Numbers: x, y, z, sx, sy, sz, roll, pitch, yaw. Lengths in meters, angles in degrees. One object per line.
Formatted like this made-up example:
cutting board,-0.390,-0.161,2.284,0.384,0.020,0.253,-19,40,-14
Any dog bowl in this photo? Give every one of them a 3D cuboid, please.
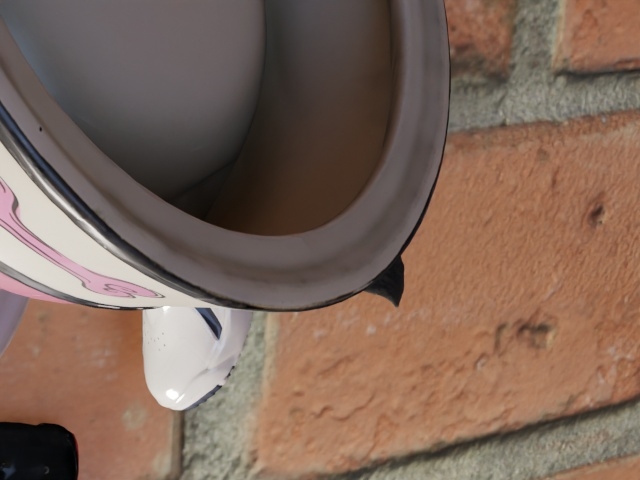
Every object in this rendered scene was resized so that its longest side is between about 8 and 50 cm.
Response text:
dog bowl,-0.107,-0.146,0.835,0.408,0.150,0.408,26,56,-46

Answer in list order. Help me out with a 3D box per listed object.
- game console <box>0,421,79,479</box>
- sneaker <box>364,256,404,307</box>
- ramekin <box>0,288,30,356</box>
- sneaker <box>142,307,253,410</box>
game console,-0.347,0.264,0.994,0.386,0.060,0.342,8,97,-39
sneaker,-0.002,-0.001,1.136,0.170,0.051,0.089,3,104,-45
ramekin,-0.238,0.003,0.876,0.207,0.109,0.207,-49,148,-44
sneaker,-0.119,-0.011,1.022,0.153,0.094,0.235,4,105,-36
